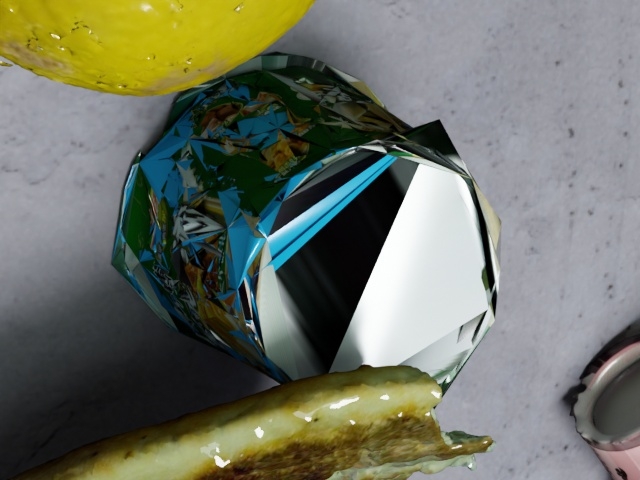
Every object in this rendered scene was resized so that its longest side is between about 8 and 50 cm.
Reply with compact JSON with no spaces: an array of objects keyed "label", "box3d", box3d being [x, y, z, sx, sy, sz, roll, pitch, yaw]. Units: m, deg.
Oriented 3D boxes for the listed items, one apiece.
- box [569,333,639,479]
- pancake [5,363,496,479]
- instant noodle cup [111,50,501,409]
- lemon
[{"label":"box","box3d":[0.293,0.161,1.157,0.151,0.151,0.135,-46,112,-6]},{"label":"pancake","box3d":[-0.091,0.187,0.920,0.305,0.066,0.427,12,137,-43]},{"label":"instant noodle cup","box3d":[0.000,0.000,0.942,0.240,0.178,0.240,-8,110,-23]},{"label":"lemon","box3d":[-0.101,-0.216,0.777,0.310,0.258,0.258,-52,121,-16]}]
